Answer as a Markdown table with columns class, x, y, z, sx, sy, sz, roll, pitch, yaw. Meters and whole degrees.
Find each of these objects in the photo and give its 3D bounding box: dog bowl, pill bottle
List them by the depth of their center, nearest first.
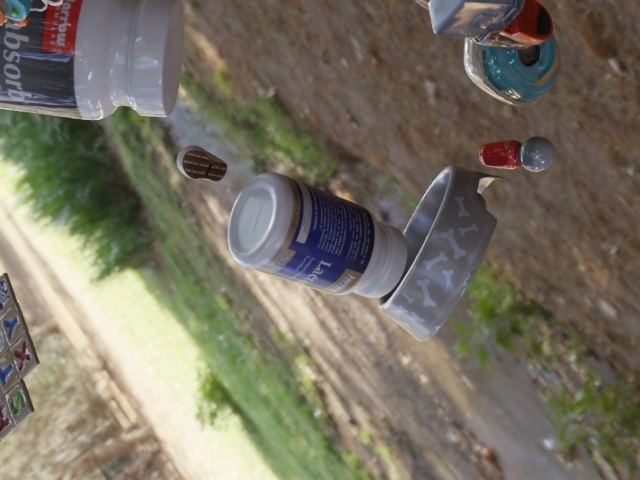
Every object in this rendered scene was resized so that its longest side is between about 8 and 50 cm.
| class | x | y | z | sx | sy | sz | roll | pitch | yaw |
| --- | --- | --- | --- | --- | --- | --- | --- | --- | --- |
| pill bottle | -0.389 | -0.287 | 1.499 | 0.210 | 0.362 | 0.210 | 7 | -90 | -89 |
| pill bottle | 0.000 | 0.000 | 1.638 | 0.264 | 0.153 | 0.153 | 19 | -172 | -34 |
| dog bowl | 0.219 | 0.014 | 1.958 | 0.102 | 0.349 | 0.349 | 25 | 165 | -4 |

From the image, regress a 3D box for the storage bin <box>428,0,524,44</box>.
| class | x | y | z | sx | sy | sz | roll | pitch | yaw |
| --- | --- | --- | --- | --- | --- | --- | --- | --- | --- |
| storage bin | 0.221 | -0.340 | 1.507 | 0.135 | 0.091 | 0.098 | 136 | 127 | -65 |

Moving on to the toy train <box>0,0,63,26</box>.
| class | x | y | z | sx | sy | sz | roll | pitch | yaw |
| --- | --- | --- | --- | --- | --- | --- | --- | --- | --- |
| toy train | -0.373 | -0.301 | 1.153 | 0.125 | 0.046 | 0.166 | -16 | 130 | 39 |

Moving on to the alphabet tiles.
| class | x | y | z | sx | sy | sz | roll | pitch | yaw |
| --- | --- | --- | --- | --- | --- | --- | --- | --- | --- |
| alphabet tiles | -0.592 | 0.213 | 1.781 | 0.342 | 0.011 | 0.285 | -39 | 67 | 35 |

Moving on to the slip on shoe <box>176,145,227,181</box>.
| class | x | y | z | sx | sy | sz | roll | pitch | yaw |
| --- | --- | --- | --- | --- | --- | --- | --- | --- | --- |
| slip on shoe | -0.196 | -0.126 | 1.654 | 0.041 | 0.051 | 0.135 | 31 | -171 | 22 |

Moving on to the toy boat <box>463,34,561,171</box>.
| class | x | y | z | sx | sy | sz | roll | pitch | yaw |
| --- | --- | --- | --- | --- | --- | --- | --- | --- | --- |
| toy boat | 0.381 | -0.288 | 1.967 | 0.148 | 0.267 | 0.319 | 3 | 91 | 42 |

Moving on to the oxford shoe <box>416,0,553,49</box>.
| class | x | y | z | sx | sy | sz | roll | pitch | yaw |
| --- | --- | --- | --- | --- | --- | --- | --- | --- | --- |
| oxford shoe | 0.244 | -0.361 | 1.680 | 0.271 | 0.097 | 0.098 | 16 | 158 | -27 |
